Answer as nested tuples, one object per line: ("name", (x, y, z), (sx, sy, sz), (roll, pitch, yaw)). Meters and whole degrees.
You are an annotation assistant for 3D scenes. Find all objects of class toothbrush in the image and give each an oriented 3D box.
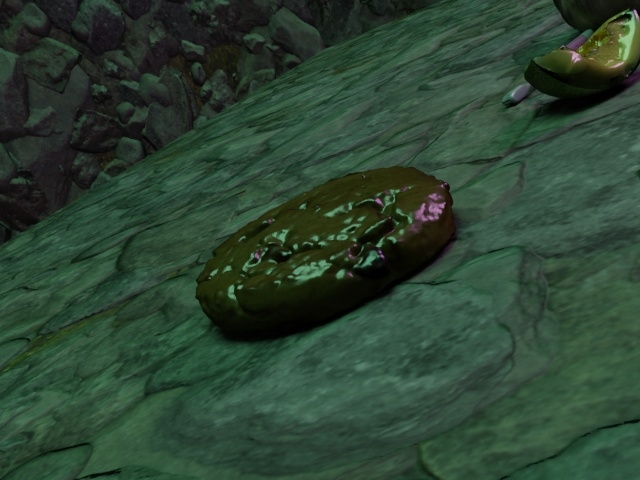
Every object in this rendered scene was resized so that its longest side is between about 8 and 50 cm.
("toothbrush", (0.341, -0.259, 1.409), (0.025, 0.020, 0.286), (-19, 14, 47))

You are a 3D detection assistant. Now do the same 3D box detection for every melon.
("melon", (0.327, -0.212, 1.177), (0.160, 0.079, 0.128), (-30, -3, -15))

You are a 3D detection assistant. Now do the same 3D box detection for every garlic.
("garlic", (0.483, -0.441, 1.535), (0.244, 0.161, 0.245), (-24, 13, 6))

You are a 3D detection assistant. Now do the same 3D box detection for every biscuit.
("biscuit", (-0.001, -0.002, 0.960), (0.295, 0.075, 0.296), (-24, 15, 7))
